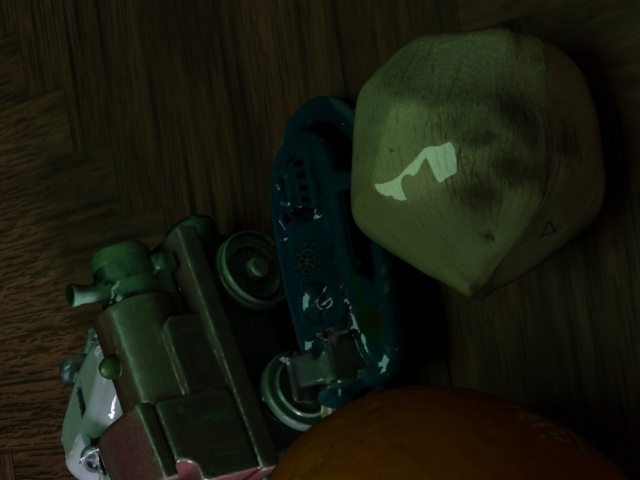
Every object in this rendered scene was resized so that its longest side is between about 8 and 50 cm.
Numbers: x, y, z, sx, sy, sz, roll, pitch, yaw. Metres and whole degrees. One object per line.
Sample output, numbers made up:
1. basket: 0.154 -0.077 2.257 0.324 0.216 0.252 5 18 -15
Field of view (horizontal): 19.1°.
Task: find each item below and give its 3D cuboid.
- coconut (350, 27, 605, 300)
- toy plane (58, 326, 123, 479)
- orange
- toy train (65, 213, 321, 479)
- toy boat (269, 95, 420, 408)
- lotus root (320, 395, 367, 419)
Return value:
1. coconut: 0.127 -0.058 1.549 0.224 0.224 0.224 10 103 50
2. toy plane: -0.212 0.171 2.075 0.245 0.117 0.244 -175 90 -65
3. orange: 0.110 0.323 1.520 0.424 0.326 0.423 -177 90 -66
4. toy train: -0.124 0.118 1.865 0.150 0.221 0.304 -43 62 48
5. toy boat: 0.000 0.000 1.752 0.134 0.092 0.298 -33 59 40
6. lotus root: 0.067 0.203 1.762 0.143 0.070 0.144 9 97 46
